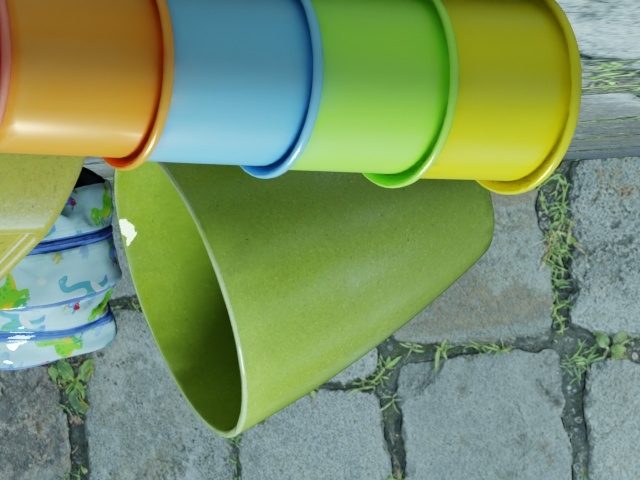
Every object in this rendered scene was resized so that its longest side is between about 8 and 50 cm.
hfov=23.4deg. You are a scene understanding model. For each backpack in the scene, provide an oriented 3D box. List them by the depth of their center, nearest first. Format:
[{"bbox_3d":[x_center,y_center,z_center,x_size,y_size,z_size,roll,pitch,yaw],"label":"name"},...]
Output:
[{"bbox_3d":[-0.358,0.015,1.630,0.290,0.273,0.355,-5,170,-44],"label":"backpack"}]

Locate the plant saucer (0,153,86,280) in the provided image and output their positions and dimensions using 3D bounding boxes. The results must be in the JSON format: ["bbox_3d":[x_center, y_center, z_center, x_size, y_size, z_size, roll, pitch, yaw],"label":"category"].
[{"bbox_3d":[-0.371,0.022,1.190,0.333,0.081,0.333,-4,152,-48],"label":"plant saucer"}]

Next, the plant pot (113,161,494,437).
[{"bbox_3d":[0.000,0.000,1.409,0.294,0.274,0.275,-20,-174,-21],"label":"plant pot"}]

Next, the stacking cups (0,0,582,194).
[{"bbox_3d":[-0.048,-0.060,0.611,0.316,0.096,0.096,-3,180,-30],"label":"stacking cups"}]
